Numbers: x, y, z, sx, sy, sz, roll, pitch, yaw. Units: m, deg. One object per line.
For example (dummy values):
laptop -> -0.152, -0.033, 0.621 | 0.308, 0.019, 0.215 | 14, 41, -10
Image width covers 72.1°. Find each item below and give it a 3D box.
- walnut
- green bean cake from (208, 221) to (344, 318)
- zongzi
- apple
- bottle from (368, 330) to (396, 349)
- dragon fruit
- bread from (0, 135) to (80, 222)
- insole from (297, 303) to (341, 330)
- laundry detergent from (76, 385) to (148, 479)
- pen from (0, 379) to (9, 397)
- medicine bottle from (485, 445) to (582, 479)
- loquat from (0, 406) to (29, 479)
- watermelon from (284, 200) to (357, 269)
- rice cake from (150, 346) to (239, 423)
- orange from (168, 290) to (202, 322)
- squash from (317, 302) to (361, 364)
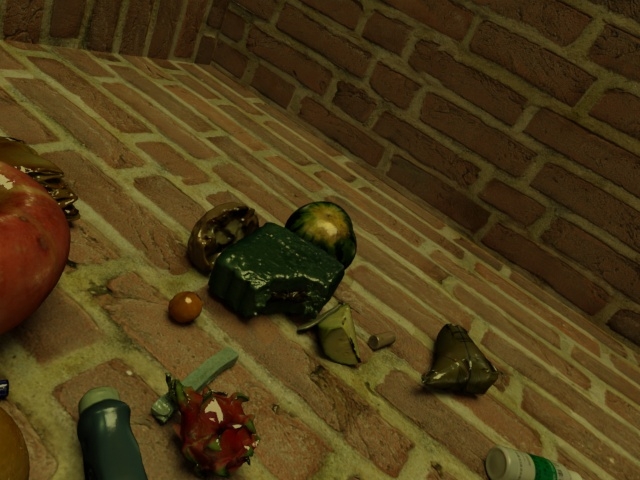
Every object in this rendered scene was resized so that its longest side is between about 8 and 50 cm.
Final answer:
walnut -> -0.304, -0.028, 1.342 | 0.142, 0.203, 0.238 | 25, 25, 24
green bean cake -> -0.124, 0.114, 1.279 | 0.300, 0.169, 0.308 | 33, 33, 12
zongzi -> 0.382, 0.361, 1.393 | 0.290, 0.122, 0.260 | 11, 28, -22
apple -> -0.666, 0.023, 0.797 | 0.365, 0.363, 0.363 | 22, 29, -13
bottle -> 0.195, 0.311, 1.378 | 0.097, 0.045, 0.045 | -2, 41, -44
dragon fruit -> -0.216, 0.340, 0.844 | 0.235, 0.137, 0.135 | 56, 20, 11
bread -> -0.812, -0.162, 1.126 | 0.325, 0.166, 0.278 | 39, 30, 17
insole -> 0.000, 0.231, 1.322 | 0.192, 0.063, 0.010 | -23, 91, -52
laundry detergent -> -0.348, 0.358, 0.723 | 0.094, 0.143, 0.290 | -5, 39, -36
pen -> -0.665, 0.263, 0.704 | 0.269, 0.033, 0.033 | 1, 39, -40
medicine bottle -> 0.567, 0.617, 1.160 | 0.260, 0.095, 0.095 | 21, 29, -15
loquat -> -0.511, 0.312, 0.534 | 0.263, 0.262, 0.263 | 22, 29, -13
watermelon -> -0.001, -0.002, 1.503 | 0.269, 0.268, 0.268 | 22, 29, -13
rice cake -> -0.270, 0.310, 0.968 | 0.045, 0.042, 0.245 | 33, 29, 14
orange -> -0.339, 0.167, 1.104 | 0.084, 0.083, 0.083 | 22, 29, -13
squash -> 0.040, 0.230, 1.306 | 0.252, 0.094, 0.169 | -98, 166, -55
